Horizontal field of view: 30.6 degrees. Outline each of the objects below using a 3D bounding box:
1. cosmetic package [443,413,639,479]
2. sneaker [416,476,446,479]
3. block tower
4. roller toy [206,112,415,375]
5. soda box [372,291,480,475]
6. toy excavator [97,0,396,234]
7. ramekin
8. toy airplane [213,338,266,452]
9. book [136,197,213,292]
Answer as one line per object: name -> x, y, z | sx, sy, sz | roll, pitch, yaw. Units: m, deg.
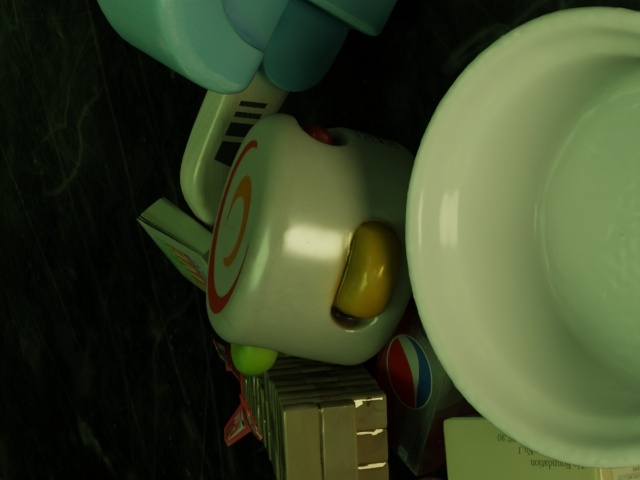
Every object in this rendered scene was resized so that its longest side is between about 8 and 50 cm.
cosmetic package -> 0.193, 0.280, 0.865 | 0.160, 0.113, 0.310 | -14, 78, 52
sneaker -> 0.124, 0.334, 1.035 | 0.103, 0.111, 0.252 | -49, 59, 51
block tower -> -0.014, 0.145, 1.094 | 0.335, 0.090, 0.097 | -130, 38, -75
roller toy -> 0.000, 0.000, 0.950 | 0.209, 0.146, 0.191 | 126, 151, -54
soda box -> 0.116, 0.067, 0.993 | 0.092, 0.083, 0.263 | 47, 135, 43
toy excavator -> -0.072, -0.173, 1.050 | 0.222, 0.432, 0.445 | 37, 101, 46
ramekin -> 0.199, -0.004, 0.750 | 0.277, 0.135, 0.277 | 4, 96, 46
toy airplane -> -0.090, 0.182, 1.392 | 0.151, 0.028, 0.151 | 19, 114, 52
book -> -0.111, 0.021, 1.119 | 0.144, 0.035, 0.096 | 28, 154, 55
